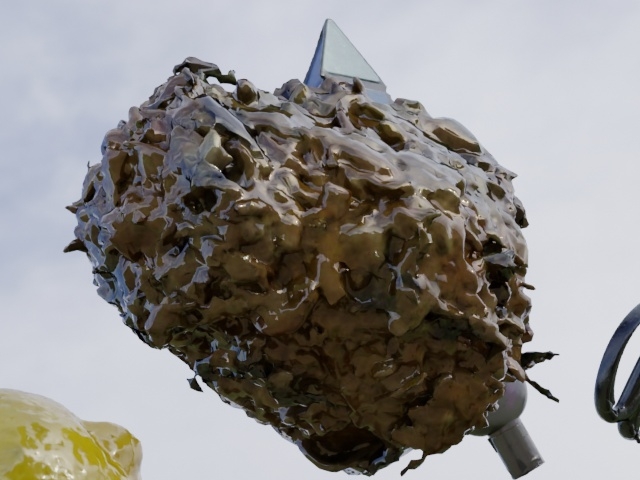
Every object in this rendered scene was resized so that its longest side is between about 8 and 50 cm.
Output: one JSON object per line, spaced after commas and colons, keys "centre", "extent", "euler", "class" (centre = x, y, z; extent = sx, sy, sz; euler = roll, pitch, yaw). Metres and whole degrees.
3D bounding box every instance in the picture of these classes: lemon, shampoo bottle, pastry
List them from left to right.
{"centre": [-0.256, 0.233, 1.224], "extent": [0.288, 0.233, 0.233], "euler": [-34, -36, -8], "class": "lemon"}
{"centre": [0.000, 0.000, 0.845], "extent": [0.193, 0.275, 0.275], "euler": [-52, -44, 0], "class": "pastry"}
{"centre": [0.130, 0.118, 1.337], "extent": [0.080, 0.165, 0.040], "euler": [-25, -8, -33], "class": "shampoo bottle"}

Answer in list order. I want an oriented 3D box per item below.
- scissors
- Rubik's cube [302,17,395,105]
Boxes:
{"centre": [0.290, 0.010, 1.197], "extent": [0.109, 0.022, 0.300], "euler": [39, -101, -44], "class": "scissors"}
{"centre": [0.049, -0.085, 1.439], "extent": [0.250, 0.234, 0.284], "euler": [-3, -12, -12], "class": "Rubik's cube"}
